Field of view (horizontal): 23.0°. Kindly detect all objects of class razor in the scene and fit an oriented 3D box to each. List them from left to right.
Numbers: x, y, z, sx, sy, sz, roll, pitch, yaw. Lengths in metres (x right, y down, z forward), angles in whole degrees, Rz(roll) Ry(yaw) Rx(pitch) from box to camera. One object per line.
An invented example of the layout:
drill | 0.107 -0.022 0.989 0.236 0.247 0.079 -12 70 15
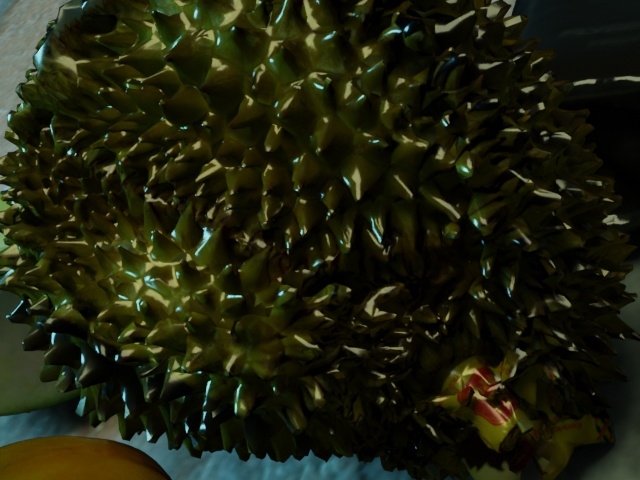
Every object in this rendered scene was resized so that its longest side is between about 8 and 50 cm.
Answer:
razor | 0.187 -0.130 0.886 0.189 0.107 0.327 -5 36 29

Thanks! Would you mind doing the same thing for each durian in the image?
durian | 0.002 -0.011 0.714 0.292 0.258 0.258 12 44 21

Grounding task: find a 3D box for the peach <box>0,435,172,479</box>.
peach | -0.111 0.148 0.676 0.138 0.138 0.138 -19 31 12

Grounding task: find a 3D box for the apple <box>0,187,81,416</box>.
apple | -0.154 0.015 0.923 0.265 0.120 0.193 -28 17 -8
